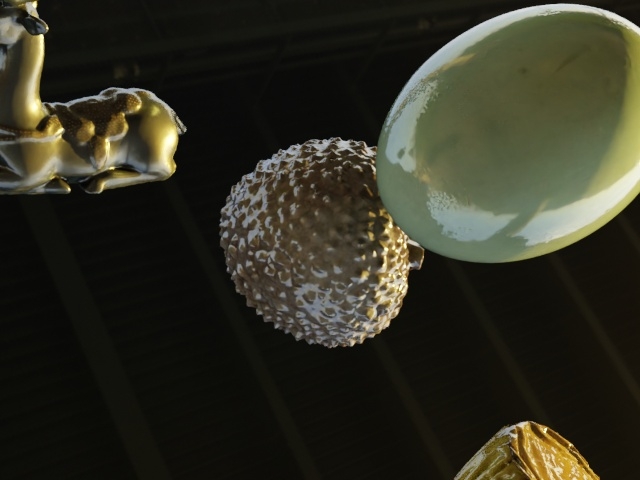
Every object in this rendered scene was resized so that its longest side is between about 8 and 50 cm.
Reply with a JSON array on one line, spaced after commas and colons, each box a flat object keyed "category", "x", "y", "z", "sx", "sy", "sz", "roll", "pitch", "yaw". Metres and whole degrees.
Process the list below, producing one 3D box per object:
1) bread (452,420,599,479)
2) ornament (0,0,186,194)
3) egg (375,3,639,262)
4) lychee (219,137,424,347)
[{"category": "bread", "x": 0.286, "y": 0.359, "z": 1.221, "sx": 0.227, "sy": 0.142, "sz": 0.253, "roll": 30, "pitch": -156, "yaw": -46}, {"category": "ornament", "x": -0.178, "y": -0.147, "z": 0.736, "sx": 0.202, "sy": 0.236, "sz": 0.080, "roll": -10, "pitch": -143, "yaw": -34}, {"category": "egg", "x": 0.240, "y": -0.125, "z": 1.145, "sx": 0.389, "sy": 0.276, "sz": 0.276, "roll": -29, "pitch": -105, "yaw": -19}, {"category": "lychee", "x": 0.002, "y": 0.001, "z": 1.357, "sx": 0.300, "sy": 0.300, "sz": 0.300, "roll": 12, "pitch": -123, "yaw": -18}]
